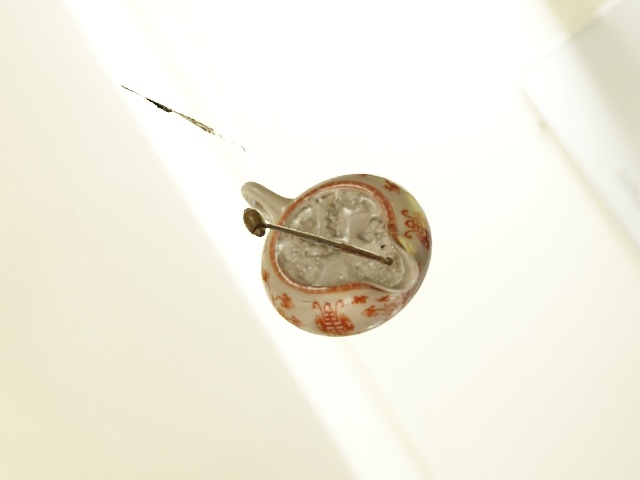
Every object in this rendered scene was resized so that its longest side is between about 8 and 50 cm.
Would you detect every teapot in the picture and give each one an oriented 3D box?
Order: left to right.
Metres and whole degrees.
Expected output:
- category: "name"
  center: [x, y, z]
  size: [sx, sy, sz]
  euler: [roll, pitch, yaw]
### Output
- category: "teapot"
  center: [0.015, 0.009, 1.754]
  size: [0.245, 0.159, 0.116]
  euler: [24, 172, 36]

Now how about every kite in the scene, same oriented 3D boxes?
- category: "kite"
  center: [-0.080, -0.072, 1.150]
  size: [0.090, 0.004, 0.122]
  euler: [26, 180, -9]

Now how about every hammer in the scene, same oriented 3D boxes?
- category: "hammer"
  center: [0.000, 0.000, 1.322]
  size: [0.123, 0.014, 0.029]
  euler: [16, -149, -33]
